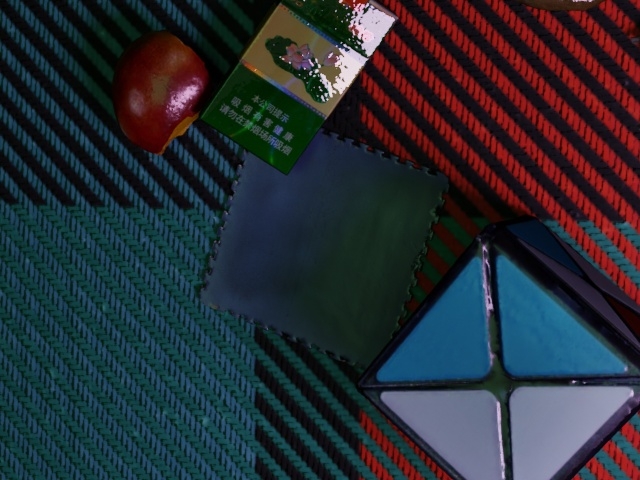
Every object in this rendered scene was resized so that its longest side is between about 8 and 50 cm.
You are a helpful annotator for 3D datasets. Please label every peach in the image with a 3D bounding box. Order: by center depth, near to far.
[{"bbox_3d":[-0.202,-0.183,2.001,0.118,0.151,0.151,-30,83,-25],"label":"peach"}]

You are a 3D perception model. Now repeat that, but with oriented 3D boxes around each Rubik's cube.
[{"bbox_3d":[0.226,0.141,1.806,0.246,0.250,0.248,41,105,11],"label":"Rubik's cube"}]

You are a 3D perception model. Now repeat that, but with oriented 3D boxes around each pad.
[{"bbox_3d":[0.000,0.000,1.995,0.269,0.012,0.269,23,102,16],"label":"pad"}]

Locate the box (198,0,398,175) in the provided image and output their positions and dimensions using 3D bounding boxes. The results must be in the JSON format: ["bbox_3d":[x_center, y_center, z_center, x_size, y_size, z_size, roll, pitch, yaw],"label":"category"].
[{"bbox_3d":[-0.028,-0.207,1.937,0.132,0.034,0.235,33,102,-14],"label":"box"}]

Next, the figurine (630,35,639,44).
[{"bbox_3d":[0.437,-0.211,1.772,0.205,0.103,0.260,3,87,17],"label":"figurine"}]

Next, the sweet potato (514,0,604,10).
[{"bbox_3d":[0.279,-0.282,1.855,0.153,0.038,0.041,-3,117,18],"label":"sweet potato"}]
